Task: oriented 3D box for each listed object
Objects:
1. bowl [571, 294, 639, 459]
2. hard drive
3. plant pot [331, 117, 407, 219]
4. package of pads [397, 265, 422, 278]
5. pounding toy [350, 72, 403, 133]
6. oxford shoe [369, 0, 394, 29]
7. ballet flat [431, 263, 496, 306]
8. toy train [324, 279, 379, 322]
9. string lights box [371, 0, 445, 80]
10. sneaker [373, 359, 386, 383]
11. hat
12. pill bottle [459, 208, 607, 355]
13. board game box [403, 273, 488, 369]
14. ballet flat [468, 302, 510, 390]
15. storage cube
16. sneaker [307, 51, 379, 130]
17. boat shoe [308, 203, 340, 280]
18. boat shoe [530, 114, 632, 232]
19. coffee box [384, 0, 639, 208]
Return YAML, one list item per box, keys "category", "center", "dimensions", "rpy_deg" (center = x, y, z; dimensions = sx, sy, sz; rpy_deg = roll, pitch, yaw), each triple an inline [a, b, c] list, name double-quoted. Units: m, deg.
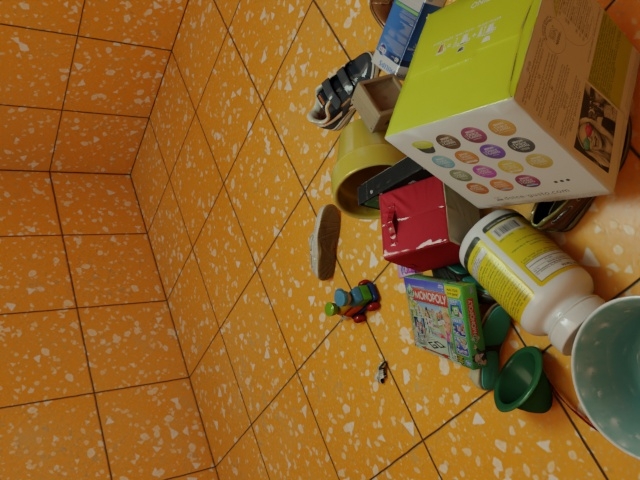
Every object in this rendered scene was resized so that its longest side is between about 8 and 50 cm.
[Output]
- category: "bowl"
  center: [0.662, 0.253, 1.163]
  dimensions: [0.311, 0.163, 0.311]
  rpy_deg: [2, 93, 56]
- category: "hard drive"
  center: [0.288, -0.155, 1.621]
  dimensions: [0.339, 0.237, 0.064]
  rpy_deg: [-30, 56, 53]
- category: "plant pot"
  center: [0.150, -0.230, 1.833]
  dimensions: [0.254, 0.254, 0.239]
  rpy_deg: [-50, 37, 44]
- category: "package of pads"
  center: [0.267, 0.085, 1.844]
  dimensions: [0.083, 0.032, 0.050]
  rpy_deg: [-17, 81, 55]
- category: "pounding toy"
  center: [0.219, -0.369, 1.766]
  dimensions: [0.206, 0.181, 0.094]
  rpy_deg: [61, 155, 18]
- category: "oxford shoe"
  center: [0.197, -0.729, 1.877]
  dimensions: [0.076, 0.076, 0.212]
  rpy_deg: [-29, 68, 41]
- category: "ballet flat"
  center: [0.390, 0.120, 1.627]
  dimensions: [0.280, 0.095, 0.096]
  rpy_deg: [-137, 44, -58]
- category: "toy train"
  center: [0.073, 0.228, 2.032]
  dimensions: [0.248, 0.143, 0.105]
  rpy_deg: [-49, 53, 44]
- category: "string lights box"
  center: [0.254, -0.614, 1.791]
  dimensions: [0.133, 0.076, 0.260]
  rpy_deg: [52, 132, 41]
- category: "sneaker"
  center: [0.200, 0.422, 1.963]
  dimensions: [0.037, 0.032, 0.083]
  rpy_deg: [32, 123, 35]
- category: "hat"
  center: [0.542, 0.381, 1.467]
  dimensions: [0.173, 0.183, 0.208]
  rpy_deg: [-55, 7, 33]
- category: "pill bottle"
  center: [0.485, 0.093, 1.391]
  dimensions: [0.334, 0.188, 0.188]
  rpy_deg: [53, 133, 40]
- category: "board game box"
  center: [0.328, 0.207, 1.646]
  dimensions: [0.317, 0.046, 0.213]
  rpy_deg: [-177, 76, -72]
- category: "ballet flat"
  center: [0.429, 0.265, 1.584]
  dimensions: [0.086, 0.086, 0.248]
  rpy_deg: [26, 114, 52]
- category: "storage cube"
  center: [0.287, -0.038, 1.581]
  dimensions: [0.193, 0.215, 0.184]
  rpy_deg: [-18, 65, 38]
- category: "sneaker"
  center: [0.069, -0.489, 2.026]
  dimensions: [0.321, 0.127, 0.126]
  rpy_deg: [-53, 49, 40]
- category: "boat shoe"
  center: [0.000, 0.000, 2.169]
  dimensions: [0.096, 0.098, 0.277]
  rpy_deg: [26, 113, 51]
- category: "boat shoe"
  center: [0.565, -0.148, 1.336]
  dimensions: [0.111, 0.104, 0.307]
  rpy_deg: [46, 127, 45]
- category: "coffee box"
  center: [0.397, -0.300, 1.272]
  dimensions: [0.337, 0.334, 0.338]
  rpy_deg: [-6, 59, 55]
